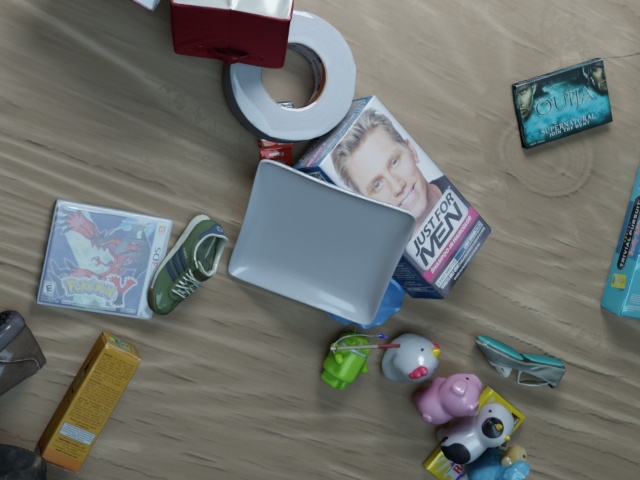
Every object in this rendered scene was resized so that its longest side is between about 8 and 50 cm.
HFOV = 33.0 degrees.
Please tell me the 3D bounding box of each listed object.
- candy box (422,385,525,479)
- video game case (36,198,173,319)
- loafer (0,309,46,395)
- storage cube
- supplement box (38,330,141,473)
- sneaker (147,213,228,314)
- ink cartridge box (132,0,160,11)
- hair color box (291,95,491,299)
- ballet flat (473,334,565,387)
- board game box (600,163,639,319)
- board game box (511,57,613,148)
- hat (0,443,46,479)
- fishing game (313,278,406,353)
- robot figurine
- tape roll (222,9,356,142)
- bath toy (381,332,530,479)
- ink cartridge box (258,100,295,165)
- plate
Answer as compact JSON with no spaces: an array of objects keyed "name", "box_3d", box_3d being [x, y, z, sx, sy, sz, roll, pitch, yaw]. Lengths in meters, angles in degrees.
[{"name":"candy box","box_3d":[0.306,0.400,2.155,0.105,0.027,0.206,40,89,-18]},{"name":"video game case","box_3d":[-0.369,0.035,1.851,0.201,0.023,0.184,10,100,-19]},{"name":"loafer","box_3d":[-0.596,0.284,1.782,0.366,0.134,0.130,-44,112,-3]},{"name":"storage cube","box_3d":[-0.128,-0.397,1.678,0.183,0.193,0.215,8,77,-4]},{"name":"supplement box","box_3d":[-0.400,0.280,1.874,0.080,0.078,0.233,27,95,-22]},{"name":"sneaker","box_3d":[-0.224,0.051,1.855,0.064,0.086,0.192,30,89,-44]},{"name":"ink cartridge box","box_3d":[-0.307,-0.422,1.675,0.127,0.175,0.072,28,97,-21]},{"name":"hair color box","box_3d":[0.131,-0.070,1.915,0.347,0.105,0.174,45,68,-21]},{"name":"ballet flat","box_3d":[0.384,0.245,2.118,0.213,0.072,0.068,18,102,-21]},{"name":"board game box","box_3d":[0.726,-0.001,2.159,0.253,0.079,0.336,10,100,-19]},{"name":"board game box","box_3d":[0.455,-0.259,2.037,0.186,0.026,0.126,-19,109,-12]},{"name":"hat","box_3d":[-0.535,0.417,1.806,0.331,0.331,0.134,27,55,-22]},{"name":"fishing game","box_3d":[0.070,0.071,1.979,0.189,0.041,0.264,-2,88,-17]},{"name":"robot figurine","box_3d":[0.048,0.219,2.005,0.101,0.067,0.115,27,95,-49]},{"name":"tape roll","box_3d":[-0.053,-0.274,1.826,0.219,0.072,0.219,-1,92,-15]},{"name":"bath toy","box_3d":[0.258,0.317,2.048,0.151,0.129,0.348,-40,105,-3]},{"name":"ink cartridge box","box_3d":[-0.076,-0.183,1.885,0.062,0.029,0.115,-7,105,-16]},{"name":"plate","box_3d":[0.000,0.000,1.854,0.278,0.045,0.277,21,131,0]}]
